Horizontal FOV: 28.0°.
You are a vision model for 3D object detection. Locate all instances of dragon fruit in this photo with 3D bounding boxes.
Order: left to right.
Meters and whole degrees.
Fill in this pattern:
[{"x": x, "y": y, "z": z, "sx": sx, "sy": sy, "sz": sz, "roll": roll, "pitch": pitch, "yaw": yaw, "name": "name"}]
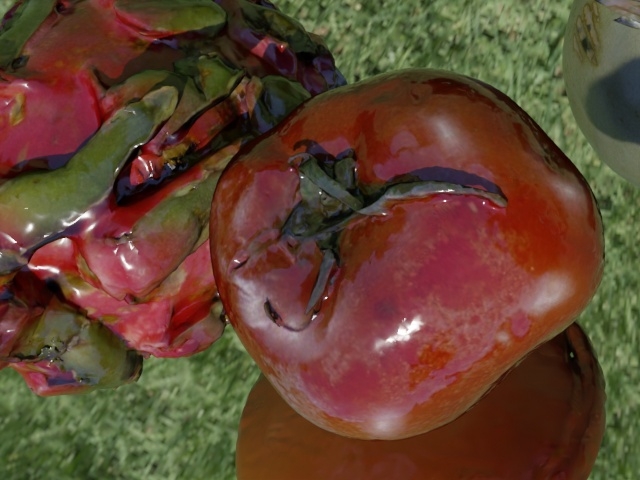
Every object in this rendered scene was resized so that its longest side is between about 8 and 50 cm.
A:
[{"x": -0.111, "y": -0.033, "z": 0.766, "sx": 0.237, "sy": 0.302, "sz": 0.231, "roll": 24, "pitch": 130, "yaw": 27, "name": "dragon fruit"}]

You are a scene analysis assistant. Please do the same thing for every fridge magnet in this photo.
[{"x": 0.092, "y": 0.174, "z": 1.217, "sx": 0.363, "sy": 0.363, "sz": 0.155, "roll": -9, "pitch": 136, "yaw": 22, "name": "fridge magnet"}]

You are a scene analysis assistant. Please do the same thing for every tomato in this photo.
[{"x": 0.042, "y": 0.000, "z": 0.616, "sx": 0.187, "sy": 0.187, "sz": 0.151, "roll": -34, "pitch": 148, "yaw": 31, "name": "tomato"}]

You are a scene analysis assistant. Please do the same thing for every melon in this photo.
[{"x": 0.372, "y": -0.167, "z": 1.248, "sx": 0.268, "sy": 0.268, "sz": 0.330, "roll": 0, "pitch": 152, "yaw": 17, "name": "melon"}]

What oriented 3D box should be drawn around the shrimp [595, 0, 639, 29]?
[{"x": 0.265, "y": -0.121, "z": 0.765, "sx": 0.360, "sy": 0.247, "sz": 0.085, "roll": 22, "pitch": 119, "yaw": -5, "name": "shrimp"}]
